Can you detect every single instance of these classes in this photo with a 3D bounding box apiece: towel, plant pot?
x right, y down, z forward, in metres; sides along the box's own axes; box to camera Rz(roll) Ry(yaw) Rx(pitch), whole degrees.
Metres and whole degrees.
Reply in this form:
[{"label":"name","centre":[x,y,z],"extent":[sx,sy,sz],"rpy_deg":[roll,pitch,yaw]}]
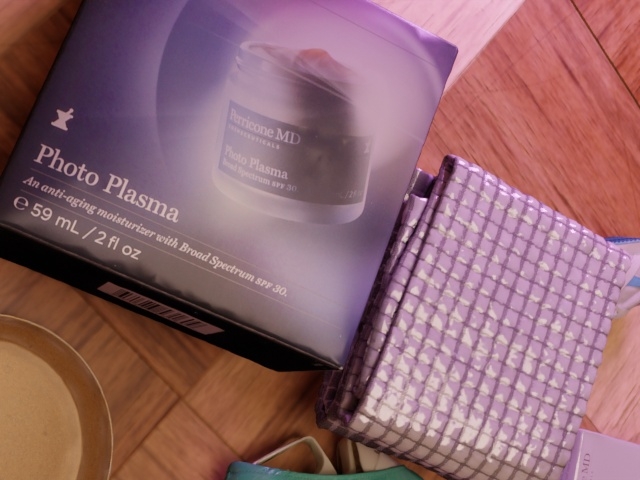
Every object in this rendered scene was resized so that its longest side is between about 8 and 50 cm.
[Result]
[{"label":"towel","centre":[0.144,0.088,1.033],"extent":[0.235,0.121,0.283],"rpy_deg":[26,74,-17]},{"label":"plant pot","centre":[-0.288,0.176,0.876],"extent":[0.236,0.032,0.236],"rpy_deg":[0,90,-32]}]

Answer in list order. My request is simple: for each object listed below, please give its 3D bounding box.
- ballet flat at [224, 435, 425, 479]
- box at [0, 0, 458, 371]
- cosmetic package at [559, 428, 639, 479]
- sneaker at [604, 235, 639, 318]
[{"label":"ballet flat","centre":[0.014,0.233,1.039],"extent":[0.247,0.083,0.087],"rpy_deg":[2,74,-34]},{"label":"box","centre":[-0.087,-0.080,0.884],"extent":[0.296,0.183,0.294],"rpy_deg":[24,75,-15]},{"label":"cosmetic package","centre":[0.347,0.292,1.241],"extent":[0.231,0.085,0.117],"rpy_deg":[18,80,-32]},{"label":"sneaker","centre":[0.309,0.047,1.219],"extent":[0.229,0.087,0.092],"rpy_deg":[-5,94,-30]}]
